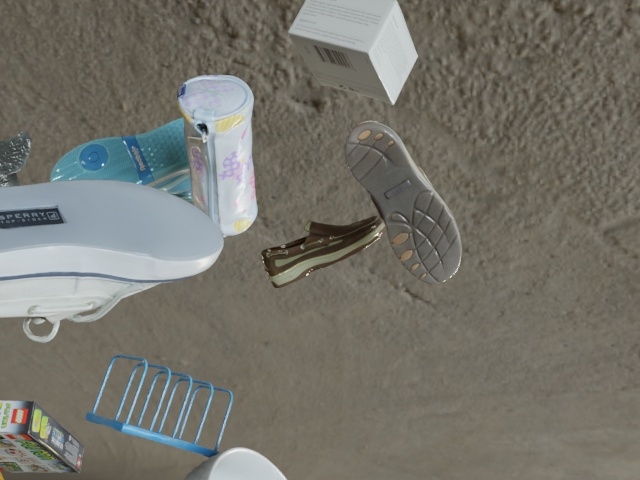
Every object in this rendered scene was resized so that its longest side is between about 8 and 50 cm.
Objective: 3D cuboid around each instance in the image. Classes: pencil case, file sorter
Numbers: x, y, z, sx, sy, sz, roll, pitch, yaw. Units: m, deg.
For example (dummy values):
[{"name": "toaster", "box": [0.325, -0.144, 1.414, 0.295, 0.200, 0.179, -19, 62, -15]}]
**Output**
[{"name": "pencil case", "box": [-0.159, -0.129, 1.149, 0.113, 0.124, 0.273, -2, 140, -4]}, {"name": "file sorter", "box": [-0.233, 0.247, 1.074, 0.170, 0.105, 0.118, 31, 158, -36]}]

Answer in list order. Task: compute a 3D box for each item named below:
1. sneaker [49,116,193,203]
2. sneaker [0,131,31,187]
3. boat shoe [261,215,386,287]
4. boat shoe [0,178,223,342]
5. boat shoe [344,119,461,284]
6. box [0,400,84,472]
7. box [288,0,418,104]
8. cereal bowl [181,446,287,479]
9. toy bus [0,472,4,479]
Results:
[{"name": "sneaker", "box": [-0.333, -0.116, 1.369, 0.318, 0.127, 0.208, -16, 164, -10]}, {"name": "sneaker", "box": [-0.484, -0.097, 1.003, 0.170, 0.089, 0.051, -17, -169, -36]}, {"name": "boat shoe", "box": [-0.001, 0.002, 1.424, 0.257, 0.095, 0.095, -26, -172, 6]}, {"name": "boat shoe", "box": [-0.281, 0.036, 0.759, 0.367, 0.136, 0.156, -6, 140, -45]}, {"name": "boat shoe", "box": [0.151, -0.073, 1.259, 0.123, 0.116, 0.324, -25, 109, 11]}, {"name": "box", "box": [-0.365, 0.236, 0.851, 0.114, 0.036, 0.207, 1, 151, -2]}, {"name": "box", "box": [0.065, -0.369, 1.357, 0.181, 0.119, 0.182, 22, 169, 27]}, {"name": "cereal bowl", "box": [-0.113, 0.469, 0.985, 0.141, 0.339, 0.339, -29, 142, 13]}, {"name": "toy bus", "box": [-0.578, 0.374, 1.123, 0.108, 0.130, 0.333, 26, 132, 40]}]
